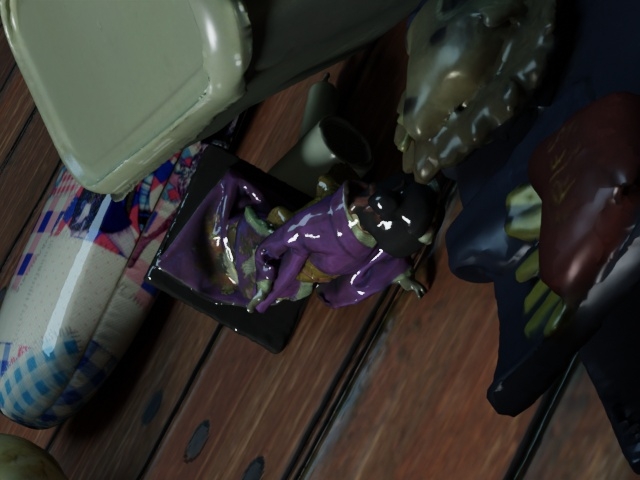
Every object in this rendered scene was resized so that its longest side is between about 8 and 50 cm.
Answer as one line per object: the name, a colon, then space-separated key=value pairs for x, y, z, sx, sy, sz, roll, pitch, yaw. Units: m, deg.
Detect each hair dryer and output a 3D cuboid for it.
hair dryer: x=0.001 y=-0.058 z=0.981 sx=0.063 sy=0.038 sz=0.124 roll=-43 pitch=20 yaw=32

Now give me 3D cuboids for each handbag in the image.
handbag: x=0.147 y=-0.120 z=0.633 sx=0.329 sy=0.122 sz=0.303 roll=-49 pitch=24 yaw=30

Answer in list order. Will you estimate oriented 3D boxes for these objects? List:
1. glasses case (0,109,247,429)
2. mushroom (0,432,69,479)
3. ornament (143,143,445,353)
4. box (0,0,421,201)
glasses case: x=-0.116 y=-0.036 z=1.136 sx=0.125 sy=0.076 sz=0.327 roll=-2 pitch=60 yaw=62
mushroom: x=-0.186 y=0.171 z=0.980 sx=0.148 sy=0.112 sz=0.148 roll=-36 pitch=27 yaw=22
ornament: x=0.006 y=0.004 z=0.832 sx=0.203 sy=0.081 sz=0.088 roll=-5 pitch=59 yaw=61
box: x=-0.037 y=-0.127 z=0.912 sx=0.178 sy=0.138 sz=0.274 roll=-24 pitch=0 yaw=-23
